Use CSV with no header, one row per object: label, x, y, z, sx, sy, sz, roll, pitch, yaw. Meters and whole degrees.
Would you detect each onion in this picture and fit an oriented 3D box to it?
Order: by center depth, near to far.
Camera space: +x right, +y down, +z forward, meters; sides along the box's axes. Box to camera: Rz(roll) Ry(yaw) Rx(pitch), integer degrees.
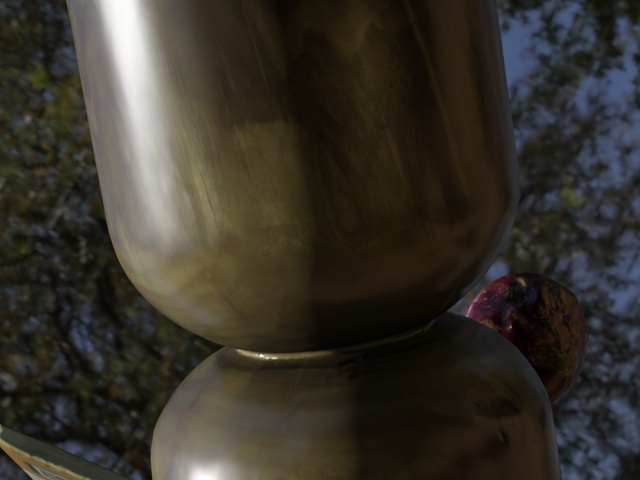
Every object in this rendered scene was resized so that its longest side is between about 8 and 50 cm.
onion,0.156,0.078,1.129,0.107,0.097,0.107,0,-89,-22

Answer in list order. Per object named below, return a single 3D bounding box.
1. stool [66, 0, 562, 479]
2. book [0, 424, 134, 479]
stool,0.000,0.000,0.625,0.179,0.179,0.264,-18,-77,-48
book,-0.149,0.237,1.230,0.295,0.208,0.020,85,-153,-68
